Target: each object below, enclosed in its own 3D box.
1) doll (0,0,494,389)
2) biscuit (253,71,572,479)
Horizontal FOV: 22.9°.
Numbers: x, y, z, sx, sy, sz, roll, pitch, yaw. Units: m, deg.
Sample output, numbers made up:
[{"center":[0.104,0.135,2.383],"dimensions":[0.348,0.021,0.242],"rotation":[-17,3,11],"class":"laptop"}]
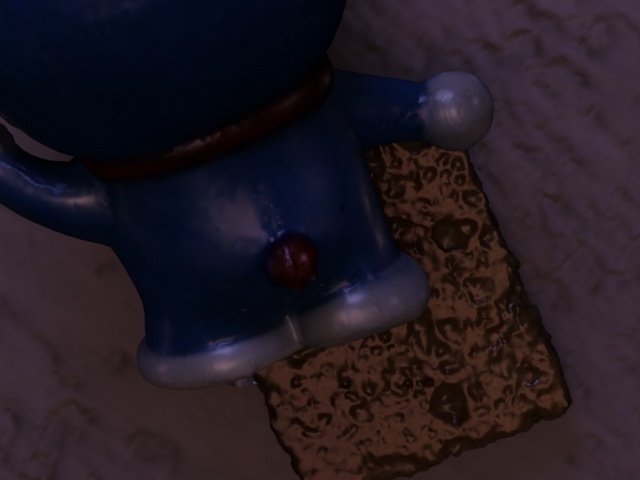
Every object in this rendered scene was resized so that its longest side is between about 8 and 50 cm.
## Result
[{"center":[-0.048,-0.068,0.617],"dimensions":[0.215,0.161,0.256],"rotation":[-20,112,-7],"class":"doll"},{"center":[0.008,-0.009,0.698],"dimensions":[0.131,0.026,0.237],"rotation":[-23,95,6],"class":"biscuit"}]
